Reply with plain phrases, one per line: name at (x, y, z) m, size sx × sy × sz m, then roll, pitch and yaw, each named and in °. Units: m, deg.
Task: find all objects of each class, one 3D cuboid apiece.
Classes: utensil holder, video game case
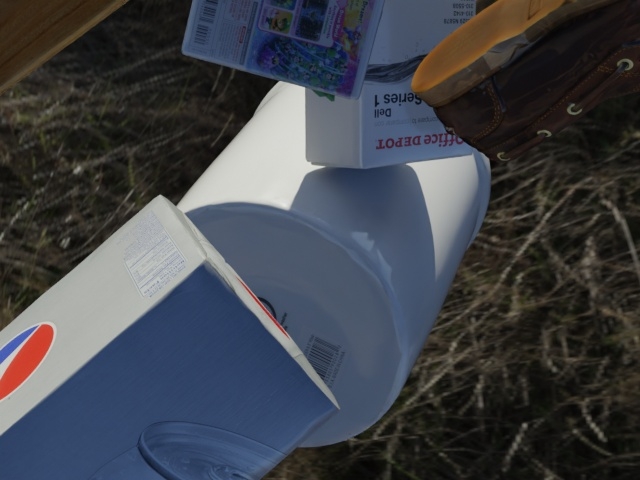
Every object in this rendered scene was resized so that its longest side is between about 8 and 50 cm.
utensil holder at (0.000, 0.000, 1.273) m, size 0.327 × 0.327 × 0.385 m, roll 43°, pitch 34°, yaw -6°
video game case at (-0.020, -0.200, 0.839) m, size 0.143 × 0.019 × 0.157 m, roll 15°, pitch 100°, yaw 4°

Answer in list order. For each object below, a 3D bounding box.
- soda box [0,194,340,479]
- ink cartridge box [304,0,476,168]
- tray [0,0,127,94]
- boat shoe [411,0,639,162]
soda box at (-0.137, 0.117, 0.469) m, size 0.286 × 0.091 × 0.098 m, roll -40°, pitch 117°, yaw -3°
ink cartridge box at (0.070, -0.185, 1.085) m, size 0.160 × 0.092 × 0.219 m, roll -11°, pitch 105°, yaw -39°
tray at (-0.350, -0.187, 1.000) m, size 0.203 × 0.411 × 0.076 m, roll -12°, pitch 82°, yaw -48°
boat shoe at (0.139, -0.103, 0.525) m, size 0.073 × 0.207 × 0.073 m, roll 42°, pitch 48°, yaw -18°
